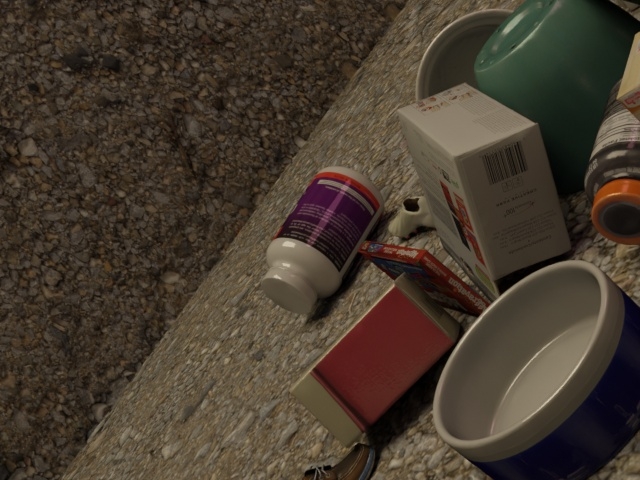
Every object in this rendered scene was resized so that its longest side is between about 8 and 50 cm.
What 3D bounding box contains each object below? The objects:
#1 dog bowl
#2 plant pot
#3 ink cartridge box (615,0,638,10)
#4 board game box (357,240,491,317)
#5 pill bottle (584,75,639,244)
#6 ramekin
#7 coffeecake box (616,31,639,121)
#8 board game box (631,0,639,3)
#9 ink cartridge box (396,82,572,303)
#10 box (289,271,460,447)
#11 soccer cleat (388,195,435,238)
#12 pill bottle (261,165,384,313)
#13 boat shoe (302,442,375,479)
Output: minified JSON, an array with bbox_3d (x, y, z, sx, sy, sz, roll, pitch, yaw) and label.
[{"bbox_3d":[0.258,0.155,1.093,0.265,0.104,0.265,-45,16,16],"label":"dog bowl"},{"bbox_3d":[0.388,-0.258,1.499,0.293,0.235,0.293,-45,16,16],"label":"plant pot"},{"bbox_3d":[0.620,-0.635,1.670,0.385,0.279,0.160,-31,22,51],"label":"ink cartridge box"},{"bbox_3d":[0.163,0.059,1.538,0.027,0.145,0.281,-54,14,-7],"label":"board game box"},{"bbox_3d":[0.418,-0.106,1.231,0.130,0.130,0.245,-33,22,48],"label":"pill bottle"},{"bbox_3d":[0.310,-0.282,1.739,0.277,0.277,0.135,-47,6,11],"label":"ramekin"},{"bbox_3d":[0.458,-0.168,1.155,0.068,0.185,0.142,-34,22,47],"label":"coffeecake box"},{"bbox_3d":[0.499,-0.347,1.380,0.136,0.260,0.030,-103,28,-73],"label":"board game box"},{"bbox_3d":[0.251,-0.071,1.457,0.130,0.271,0.309,-22,23,-3],"label":"ink cartridge box"},{"bbox_3d":[0.086,0.177,1.436,0.232,0.127,0.148,-47,-5,12],"label":"box"},{"bbox_3d":[0.184,-0.053,1.899,0.068,0.076,0.196,-55,15,-20],"label":"soccer cleat"},{"bbox_3d":[0.000,0.000,2.100,0.181,0.181,0.323,-27,26,57],"label":"pill bottle"},{"bbox_3d":[0.006,0.364,1.386,0.183,0.066,0.066,-51,14,-5],"label":"boat shoe"}]
